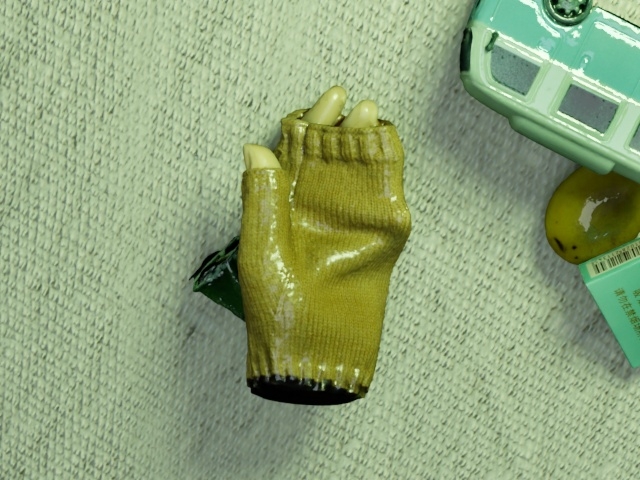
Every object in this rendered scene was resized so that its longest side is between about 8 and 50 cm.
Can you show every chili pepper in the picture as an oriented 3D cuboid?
[{"bbox_3d":[-0.044,0.097,2.002,0.088,0.059,0.227,-40,105,19],"label":"chili pepper"}]

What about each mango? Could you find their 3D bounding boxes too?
[{"bbox_3d":[0.314,-0.045,1.916,0.103,0.076,0.161,32,99,-6],"label":"mango"}]

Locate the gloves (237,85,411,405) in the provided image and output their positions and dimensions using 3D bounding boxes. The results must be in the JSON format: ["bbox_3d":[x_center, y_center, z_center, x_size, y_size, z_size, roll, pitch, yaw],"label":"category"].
[{"bbox_3d":[-0.006,0.007,1.908,0.203,0.155,0.356,7,94,-18],"label":"gloves"}]

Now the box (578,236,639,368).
[{"bbox_3d":[0.419,0.039,1.917,0.229,0.041,0.162,-25,131,11],"label":"box"}]

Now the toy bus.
[{"bbox_3d":[0.271,-0.174,1.824,0.271,0.133,0.164,27,92,1],"label":"toy bus"}]
